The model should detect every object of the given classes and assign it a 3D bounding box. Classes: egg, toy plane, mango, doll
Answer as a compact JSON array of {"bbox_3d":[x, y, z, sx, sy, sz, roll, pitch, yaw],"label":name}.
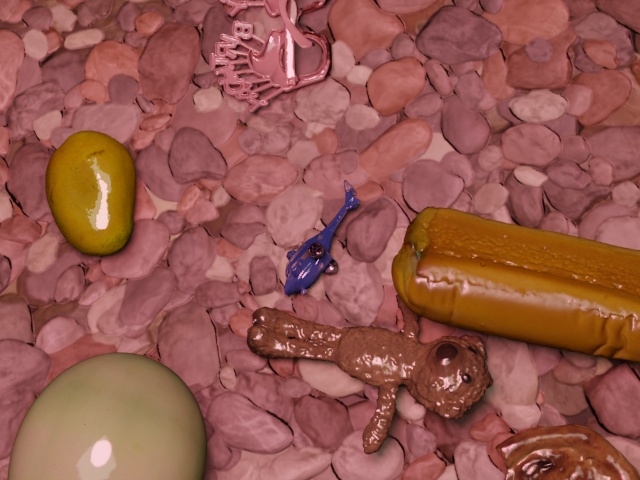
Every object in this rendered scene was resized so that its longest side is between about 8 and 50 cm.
[{"bbox_3d":[-0.247,0.262,1.499,0.220,0.220,0.269,17,74,8],"label":"egg"},{"bbox_3d":[0.000,0.000,1.655,0.062,0.054,0.167,27,76,37],"label":"toy plane"},{"bbox_3d":[-0.298,-0.062,1.665,0.117,0.089,0.163,1,74,4],"label":"mango"},{"bbox_3d":[0.066,0.134,1.598,0.286,0.091,0.203,34,55,27],"label":"doll"}]

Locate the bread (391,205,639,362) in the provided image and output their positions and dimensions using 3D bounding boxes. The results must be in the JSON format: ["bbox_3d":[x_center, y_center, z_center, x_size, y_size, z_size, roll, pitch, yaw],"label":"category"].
[{"bbox_3d":[0.276,0.064,1.580,0.383,0.112,0.166,11,37,4],"label":"bread"}]

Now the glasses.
[{"bbox_3d":[-0.072,-0.296,1.721,0.162,0.095,0.255,-3,71,11],"label":"glasses"}]

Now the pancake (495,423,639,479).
[{"bbox_3d":[0.287,0.335,1.548,0.212,0.029,0.235,14,77,6],"label":"pancake"}]
